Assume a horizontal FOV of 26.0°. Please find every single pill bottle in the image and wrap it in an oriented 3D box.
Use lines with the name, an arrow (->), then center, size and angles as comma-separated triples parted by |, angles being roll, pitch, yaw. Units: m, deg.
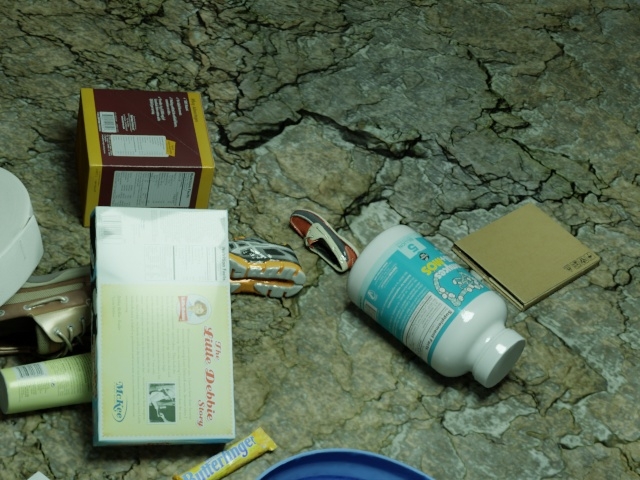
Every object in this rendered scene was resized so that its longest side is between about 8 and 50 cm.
pill bottle -> 0.176, 0.104, 2.071 | 0.264, 0.146, 0.146 | 39, 47, 23

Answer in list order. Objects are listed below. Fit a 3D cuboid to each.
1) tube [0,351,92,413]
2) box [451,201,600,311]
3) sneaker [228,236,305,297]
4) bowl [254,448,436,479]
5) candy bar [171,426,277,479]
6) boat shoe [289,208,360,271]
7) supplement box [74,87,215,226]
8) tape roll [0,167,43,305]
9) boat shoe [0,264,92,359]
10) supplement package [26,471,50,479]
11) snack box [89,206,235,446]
tube -> -0.321, 0.190, 1.905 | 0.240, 0.070, 0.062 | -8, 14, -28
box -> 0.341, 0.022, 2.297 | 0.201, 0.021, 0.164 | -26, 57, -36
sneaker -> -0.131, 0.032, 2.112 | 0.215, 0.084, 0.083 | 11, 40, -19
bowl -> 0.061, 0.432, 1.702 | 0.391, 0.077, 0.391 | 16, 39, -13
candy bar -> -0.131, 0.300, 1.869 | 0.161, 0.018, 0.040 | -25, 55, -36
boat shoe -> 0.000, 0.000, 2.204 | 0.137, 0.049, 0.043 | 39, 49, 17
supplement box -> -0.282, -0.132, 2.198 | 0.194, 0.129, 0.191 | 0, 44, -16
tape roll -> -0.578, 0.016, 1.904 | 0.392, 0.072, 0.392 | -6, 34, 4
boat shoe -> -0.370, 0.113, 1.933 | 0.324, 0.123, 0.116 | -3, 48, -6
supplement package -> -0.309, 0.413, 1.560 | 0.194, 0.203, 0.149 | 35, 46, 19
snack box -> -0.216, 0.116, 1.888 | 0.187, 0.060, 0.322 | 2, 76, -18
